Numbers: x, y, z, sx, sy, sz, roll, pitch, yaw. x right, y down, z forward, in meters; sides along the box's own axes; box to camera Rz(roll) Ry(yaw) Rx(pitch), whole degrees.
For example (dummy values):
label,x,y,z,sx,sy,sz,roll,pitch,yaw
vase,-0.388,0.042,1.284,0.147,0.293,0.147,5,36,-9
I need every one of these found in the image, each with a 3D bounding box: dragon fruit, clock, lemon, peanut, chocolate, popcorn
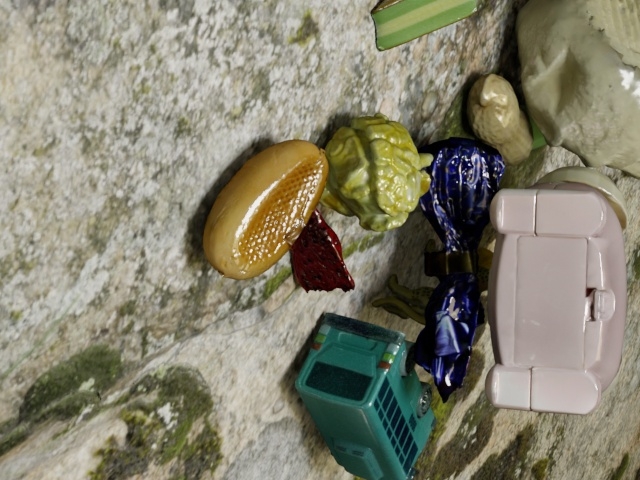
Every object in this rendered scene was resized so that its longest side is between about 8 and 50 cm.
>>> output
label,x,y,z,sx,sy,sz,roll,pitch,yaw
dragon fruit,0.002,-0.001,1.791,0.063,0.097,0.131,-47,126,-35
clock,0.328,0.070,1.958,0.326,0.184,0.342,-7,104,-74
lemon,0.242,0.044,2.195,0.092,0.065,0.065,-34,138,-29
peanut,0.253,-0.170,2.056,0.082,0.082,0.187,-60,148,-10
chocolate,0.178,0.045,1.920,0.126,0.148,0.343,7,78,-24
popcorn,0.068,-0.085,1.766,0.162,0.141,0.136,-2,122,-14

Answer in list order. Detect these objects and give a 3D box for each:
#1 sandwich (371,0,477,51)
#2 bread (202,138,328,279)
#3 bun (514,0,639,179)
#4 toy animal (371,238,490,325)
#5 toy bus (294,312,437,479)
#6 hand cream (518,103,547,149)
label,x,y,z,sx,sy,sz,roll,pitch,yaw
sandwich,0.128,-0.281,1.779,0.116,0.074,0.074,-49,145,-27
bread,-0.066,-0.038,1.644,0.189,0.077,0.114,-53,127,-20
bun,0.427,-0.233,2.085,0.359,0.360,0.211,-26,163,-48
toy animal,0.174,0.073,2.036,0.181,0.136,0.073,-37,139,-39
toy bus,0.064,0.222,1.965,0.147,0.128,0.256,-62,152,-26
hand cream,0.325,-0.175,2.198,0.175,0.046,0.095,-17,126,-44
